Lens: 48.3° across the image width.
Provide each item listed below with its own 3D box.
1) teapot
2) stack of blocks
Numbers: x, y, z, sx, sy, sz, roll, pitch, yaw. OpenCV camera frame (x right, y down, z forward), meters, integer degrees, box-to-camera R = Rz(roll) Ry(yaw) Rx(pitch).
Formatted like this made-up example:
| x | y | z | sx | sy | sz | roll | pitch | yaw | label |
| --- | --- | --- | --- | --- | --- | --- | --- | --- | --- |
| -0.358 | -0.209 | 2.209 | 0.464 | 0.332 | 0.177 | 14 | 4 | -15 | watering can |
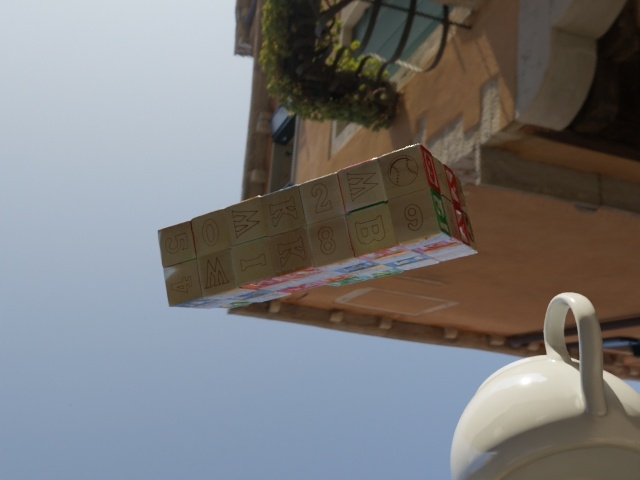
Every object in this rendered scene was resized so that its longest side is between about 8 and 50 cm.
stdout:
| x | y | z | sx | sy | sz | roll | pitch | yaw | label |
| --- | --- | --- | --- | --- | --- | --- | --- | --- | --- |
| 0.258 | 0.217 | 0.811 | 0.252 | 0.256 | 0.187 | 41 | -155 | -28 | teapot |
| 0.000 | 0.000 | 0.768 | 0.297 | 0.171 | 0.087 | -16 | -103 | 20 | stack of blocks |
